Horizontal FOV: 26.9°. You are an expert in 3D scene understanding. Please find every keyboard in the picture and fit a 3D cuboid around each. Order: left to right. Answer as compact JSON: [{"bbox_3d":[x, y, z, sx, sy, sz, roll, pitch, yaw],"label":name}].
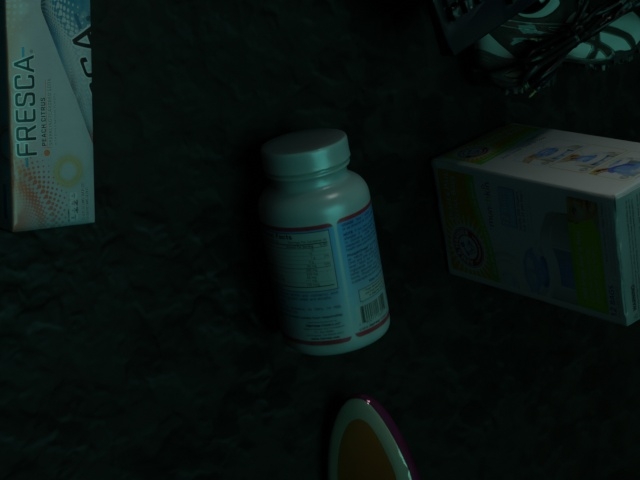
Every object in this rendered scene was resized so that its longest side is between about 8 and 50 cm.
[{"bbox_3d":[0.215,-0.240,1.077,0.317,0.033,0.201,-35,128,-18],"label":"keyboard"}]

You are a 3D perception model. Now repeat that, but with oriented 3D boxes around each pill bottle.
[{"bbox_3d":[0.000,0.000,1.022,0.087,0.087,0.160,-23,113,-34],"label":"pill bottle"}]

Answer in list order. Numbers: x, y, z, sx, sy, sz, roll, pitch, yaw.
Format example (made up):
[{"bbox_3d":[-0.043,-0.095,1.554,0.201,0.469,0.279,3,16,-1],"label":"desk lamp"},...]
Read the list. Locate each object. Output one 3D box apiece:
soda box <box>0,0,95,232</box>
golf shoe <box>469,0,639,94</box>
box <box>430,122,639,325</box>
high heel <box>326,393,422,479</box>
[{"bbox_3d":[-0.187,-0.099,0.866,0.063,0.058,0.183,-9,105,-38],"label":"soda box"},{"bbox_3d":[0.213,-0.191,1.164,0.198,0.077,0.094,-21,112,-36],"label":"golf shoe"},{"bbox_3d":[0.202,-0.020,1.108,0.103,0.203,0.114,-26,117,-32],"label":"box"},{"bbox_3d":[0.075,0.229,1.157,0.117,0.082,0.244,-40,113,-60],"label":"high heel"}]
